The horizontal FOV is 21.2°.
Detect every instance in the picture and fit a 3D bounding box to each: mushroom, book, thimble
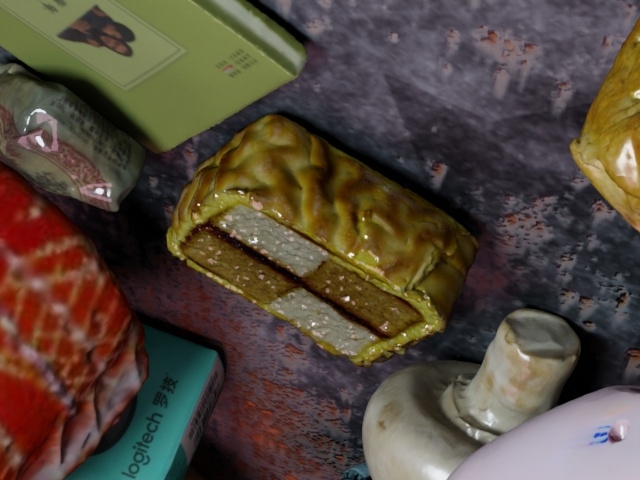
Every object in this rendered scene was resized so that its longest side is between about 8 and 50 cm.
[{"bbox_3d":[0.130,0.158,1.431,0.206,0.206,0.209,5,124,30],"label":"mushroom"},{"bbox_3d":[-0.204,-0.193,1.231,0.352,0.035,0.239,35,152,-20],"label":"book"},{"bbox_3d":[-0.329,0.074,1.482,0.350,0.230,0.350,38,160,16],"label":"thimble"}]

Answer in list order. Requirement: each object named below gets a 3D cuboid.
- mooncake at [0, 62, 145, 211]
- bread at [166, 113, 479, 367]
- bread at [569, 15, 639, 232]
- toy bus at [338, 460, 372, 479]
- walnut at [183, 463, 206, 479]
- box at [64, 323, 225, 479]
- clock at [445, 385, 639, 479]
[{"bbox_3d":[-0.210,-0.080,1.344,0.125,0.073,0.130,38,169,-32],"label":"mooncake"},{"bbox_3d":[0.000,0.000,1.339,0.222,0.096,0.181,31,150,-9],"label":"bread"},{"bbox_3d":[0.289,-0.023,1.017,0.294,0.167,0.132,40,147,-26],"label":"bread"},{"bbox_3d":[0.071,0.310,1.665,0.312,0.152,0.190,-34,79,56],"label":"toy bus"},{"bbox_3d":[-0.285,0.366,1.911,0.383,0.383,0.383,18,150,11],"label":"walnut"},{"bbox_3d":[-0.274,0.162,1.689,0.311,0.205,0.118,20,152,7],"label":"box"},{"bbox_3d":[0.243,0.225,1.189,0.376,0.250,0.368,-7,173,29],"label":"clock"}]
